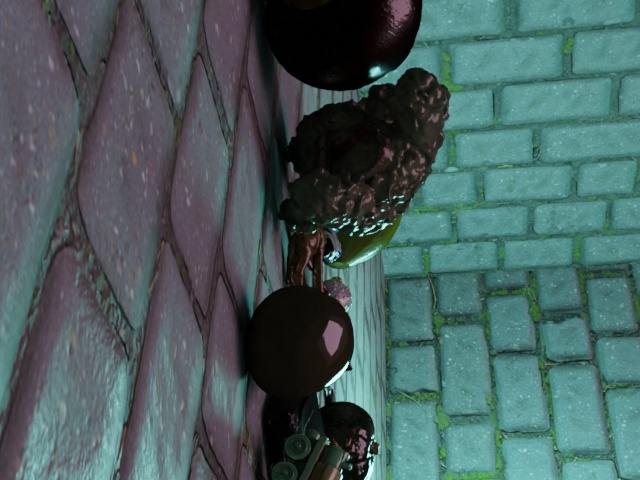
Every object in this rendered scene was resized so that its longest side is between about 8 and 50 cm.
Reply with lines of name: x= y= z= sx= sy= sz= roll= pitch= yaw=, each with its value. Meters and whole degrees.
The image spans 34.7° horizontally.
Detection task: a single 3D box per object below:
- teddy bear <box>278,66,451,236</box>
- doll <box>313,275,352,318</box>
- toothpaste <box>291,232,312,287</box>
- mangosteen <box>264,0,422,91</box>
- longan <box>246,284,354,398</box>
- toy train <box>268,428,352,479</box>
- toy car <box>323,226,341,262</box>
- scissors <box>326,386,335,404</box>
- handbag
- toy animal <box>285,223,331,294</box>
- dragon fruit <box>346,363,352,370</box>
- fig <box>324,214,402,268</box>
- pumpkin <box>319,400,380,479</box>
teddy bear: x=0.039 y=-0.165 z=1.885 sx=0.367 sy=0.357 sz=0.224 roll=29 pitch=-18 yaw=50
doll: x=0.024 y=0.140 z=2.264 sx=0.129 sy=0.081 sz=0.207 roll=53 pitch=18 yaw=-10
toothpaste: x=-0.032 y=0.045 z=2.036 sx=0.062 sy=0.037 sz=0.216 roll=-92 pitch=176 yaw=-45
mangosteen: x=0.035 y=-0.410 z=1.815 sx=0.293 sy=0.297 sz=0.297 roll=-25 pitch=111 yaw=-73
longan: x=-0.032 y=0.150 z=1.522 sx=0.189 sy=0.189 sz=0.189 roll=-4 pitch=90 yaw=-83
toy train: x=-0.021 y=0.370 z=1.525 sx=0.176 sy=0.118 sz=0.074 roll=-60 pitch=161 yaw=-27
toy car: x=-0.002 y=-0.039 z=2.063 sx=0.080 sy=0.070 sz=0.171 roll=48 pitch=17 yaw=-77
scissors: x=0.019 y=0.338 z=2.353 sx=0.109 sy=0.022 sz=0.300 roll=-86 pitch=169 yaw=-67
handbag: x=-0.032 y=0.333 z=1.717 sx=0.247 sy=0.080 sz=0.223 roll=-71 pitch=156 yaw=-73
toy animal: x=-0.006 y=-0.004 z=1.949 sx=0.149 sy=0.054 sz=0.276 roll=27 pitch=63 yaw=-45
dragon fruit: x=-0.002 y=0.194 z=2.071 sx=0.162 sy=0.083 sz=0.106 roll=63 pitch=-2 yaw=-25
fig: x=0.074 y=-0.050 z=2.314 sx=0.207 sy=0.207 sz=0.230 roll=-47 pitch=157 yaw=-80
pumpkin: x=0.040 y=0.402 z=1.985 sx=0.190 sy=0.146 sz=0.190 roll=-14 pitch=105 yaw=-60
